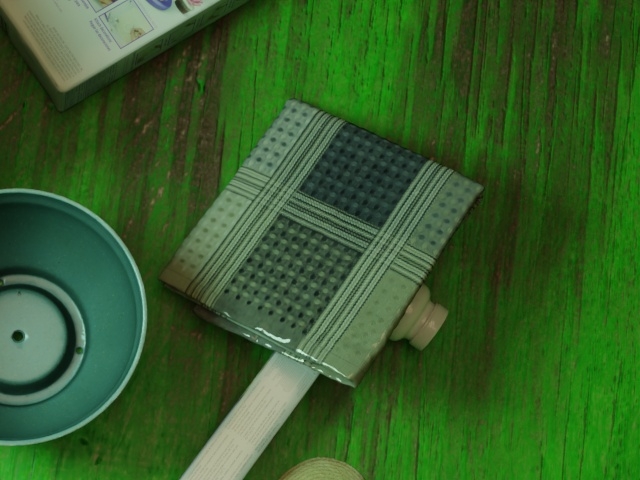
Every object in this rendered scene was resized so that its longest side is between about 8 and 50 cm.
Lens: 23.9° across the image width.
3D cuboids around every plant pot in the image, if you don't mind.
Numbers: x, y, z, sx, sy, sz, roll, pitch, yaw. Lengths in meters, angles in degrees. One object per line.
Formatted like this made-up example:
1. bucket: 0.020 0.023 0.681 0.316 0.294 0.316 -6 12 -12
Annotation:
1. plant pot: -0.357 0.103 1.784 0.293 0.196 0.293 2 78 -9

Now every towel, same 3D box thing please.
1. towel: 0.000 0.000 1.884 0.312 0.056 0.324 27 68 24

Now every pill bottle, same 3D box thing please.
1. pill bottle: 0.083 0.073 1.925 0.152 0.086 0.086 35 74 -1

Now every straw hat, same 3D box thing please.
1. straw hat: 0.004 0.336 1.864 0.144 0.061 0.145 2 76 -9

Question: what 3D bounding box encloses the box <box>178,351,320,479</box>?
1. box: -0.096 0.241 1.867 0.067 0.063 0.324 36 74 1

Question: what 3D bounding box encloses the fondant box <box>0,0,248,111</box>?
1. fondant box: -0.263 -0.354 1.958 0.330 0.096 0.238 -33 85 -14
